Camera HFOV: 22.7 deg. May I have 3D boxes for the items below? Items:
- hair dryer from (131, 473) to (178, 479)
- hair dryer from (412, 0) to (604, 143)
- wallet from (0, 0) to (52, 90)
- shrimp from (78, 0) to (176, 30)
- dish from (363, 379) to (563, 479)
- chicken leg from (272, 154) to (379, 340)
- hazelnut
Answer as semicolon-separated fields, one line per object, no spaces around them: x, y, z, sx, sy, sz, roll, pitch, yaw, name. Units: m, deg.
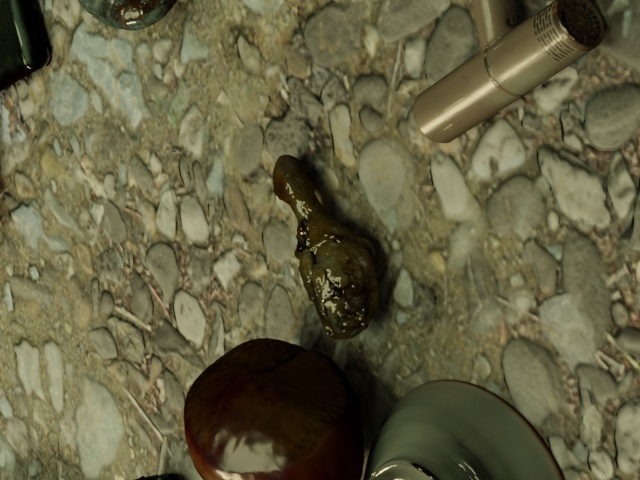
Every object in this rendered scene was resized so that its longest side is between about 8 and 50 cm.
-0.121;0.324;1.788;0.255;0.070;0.128;-11;91;43;hair dryer
0.124;-0.218;1.354;0.195;0.054;0.220;-34;73;48;hair dryer
-0.449;-0.253;2.013;0.318;0.045;0.172;-20;88;49;wallet
-0.235;-0.280;1.740;0.233;0.079;0.090;29;159;47;shrimp
0.111;0.264;1.474;0.260;0.085;0.260;16;112;47;dish
0.003;-0.001;1.552;0.085;0.069;0.198;103;146;-61;chicken leg
-0.041;0.195;1.560;0.204;0.178;0.178;31;122;42;hazelnut
